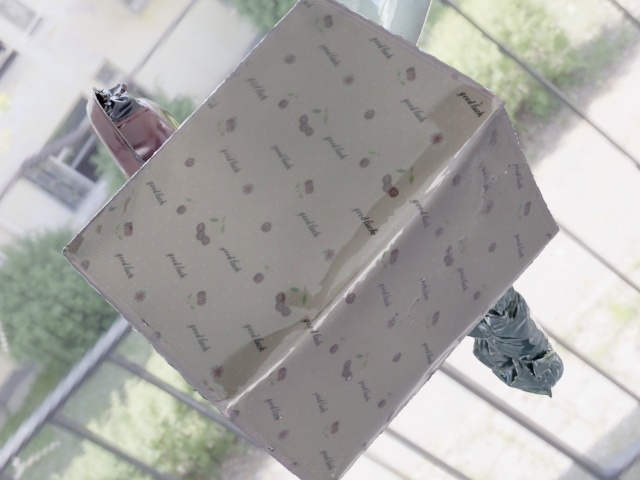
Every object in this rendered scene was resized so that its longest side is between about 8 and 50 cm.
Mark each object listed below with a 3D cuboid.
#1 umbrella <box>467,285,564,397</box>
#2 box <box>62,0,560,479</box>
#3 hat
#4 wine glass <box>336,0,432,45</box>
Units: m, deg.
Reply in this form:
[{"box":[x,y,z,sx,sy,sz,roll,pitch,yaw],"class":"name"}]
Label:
[{"box":[0.219,0.104,1.455,0.094,0.349,0.143,-18,59,18],"class":"umbrella"},{"box":[0.000,0.000,0.954,0.297,0.190,0.225,-48,52,-6],"class":"box"},{"box":[-0.215,-0.121,1.543,0.089,0.205,0.205,-35,25,1],"class":"hat"},{"box":[0.051,-0.238,1.129,0.111,0.111,0.204,-145,65,-66],"class":"wine glass"}]
